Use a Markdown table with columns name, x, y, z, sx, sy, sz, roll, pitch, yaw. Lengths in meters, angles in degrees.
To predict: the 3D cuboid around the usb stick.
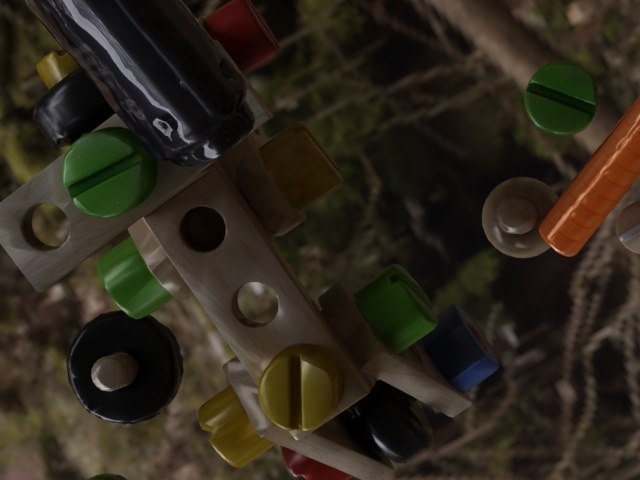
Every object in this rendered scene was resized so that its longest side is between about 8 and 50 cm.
| name | x | y | z | sx | sy | sz | roll | pitch | yaw |
| --- | --- | --- | --- | --- | --- | --- | --- | --- | --- |
| usb stick | -0.121 | -0.141 | 0.658 | 0.278 | 0.045 | 0.077 | 51 | 168 | -14 |

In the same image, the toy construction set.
| name | x | y | z | sx | sy | sz | roll | pitch | yaw |
| --- | --- | --- | --- | --- | --- | --- | --- | --- | --- |
| toy construction set | 0.000 | 0.000 | 0.836 | 0.237 | 0.309 | 0.257 | 2 | -102 | -82 |

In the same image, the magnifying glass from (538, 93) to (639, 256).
| name | x | y | z | sx | sy | sz | roll | pitch | yaw |
| --- | --- | --- | --- | --- | --- | --- | --- | --- | --- |
| magnifying glass | 0.167 | -0.083 | 0.789 | 0.026 | 0.231 | 0.092 | 38 | -153 | -1 |
